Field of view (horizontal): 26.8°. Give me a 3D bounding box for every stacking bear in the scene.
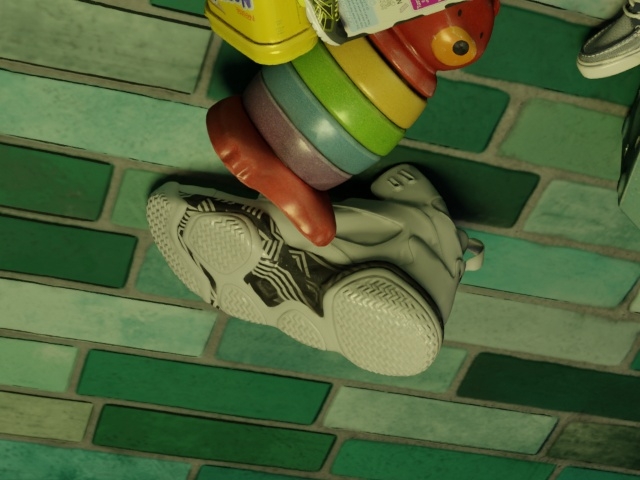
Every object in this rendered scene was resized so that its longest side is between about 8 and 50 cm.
[{"bbox_3d":[0.046,-0.162,1.321,0.289,0.164,0.175,-39,126,13],"label":"stacking bear"}]

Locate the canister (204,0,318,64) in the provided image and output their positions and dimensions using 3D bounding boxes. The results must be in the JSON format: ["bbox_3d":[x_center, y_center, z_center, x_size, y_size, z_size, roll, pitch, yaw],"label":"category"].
[{"bbox_3d":[-0.067,-0.263,1.234,0.073,0.126,0.169,-30,135,-21],"label":"canister"}]

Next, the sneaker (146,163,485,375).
[{"bbox_3d":[0.000,0.000,1.489,0.366,0.210,0.137,24,135,18],"label":"sneaker"}]

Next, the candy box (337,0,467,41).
[{"bbox_3d":[0.104,-0.279,1.212,0.234,0.159,0.071,-18,130,10],"label":"candy box"}]

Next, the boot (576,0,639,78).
[{"bbox_3d":[0.331,-0.243,1.346,0.190,0.069,0.086,-31,123,11],"label":"boot"}]

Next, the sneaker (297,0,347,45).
[{"bbox_3d":[0.004,-0.201,1.145,0.035,0.031,0.083,-24,128,21],"label":"sneaker"}]

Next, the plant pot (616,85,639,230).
[{"bbox_3d":[0.447,-0.100,1.380,0.252,0.247,0.247,15,133,4],"label":"plant pot"}]
